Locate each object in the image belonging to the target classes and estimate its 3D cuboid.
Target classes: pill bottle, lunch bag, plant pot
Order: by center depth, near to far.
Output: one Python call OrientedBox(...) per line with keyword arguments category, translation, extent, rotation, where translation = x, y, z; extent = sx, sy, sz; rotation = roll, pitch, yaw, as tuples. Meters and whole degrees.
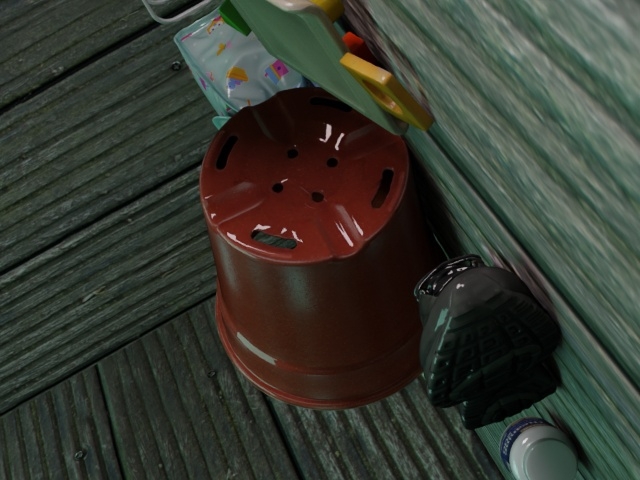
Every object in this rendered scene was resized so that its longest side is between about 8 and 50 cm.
OrientedBox(category="pill bottle", translation=(0.217, 0.214, 1.143), extent=(0.067, 0.067, 0.120), rotation=(60, 180, 2))
OrientedBox(category="plant pot", translation=(0.000, 0.000, 1.185), extent=(0.272, 0.272, 0.265), rotation=(60, 172, 29))
OrientedBox(category="lunch bag", translation=(-0.056, -0.174, 1.556), extent=(0.262, 0.160, 0.223), rotation=(55, 180, 36))

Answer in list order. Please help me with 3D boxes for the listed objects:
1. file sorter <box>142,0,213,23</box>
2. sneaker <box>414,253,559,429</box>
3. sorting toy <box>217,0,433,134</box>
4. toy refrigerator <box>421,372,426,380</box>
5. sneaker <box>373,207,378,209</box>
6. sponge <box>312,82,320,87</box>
OrientedBox(category="file sorter", translation=(-0.245, -0.490, 1.755), extent=(0.277, 0.173, 0.193), rotation=(60, 180, 41))
OrientedBox(category="sneaker", translation=(0.117, 0.066, 0.921), extent=(0.286, 0.109, 0.130), rotation=(66, -179, -69))
OrientedBox(category="sorting toy", translation=(-0.014, -0.181, 0.965), extent=(0.348, 0.047, 0.196), rotation=(38, 177, 38))
OrientedBox(category="toy refrigerator", translation=(0.156, 0.135, 1.726), extent=(0.102, 0.094, 0.269), rotation=(61, 179, -1))
OrientedBox(category="sneaker", translation=(0.061, -0.056, 1.772), extent=(0.106, 0.101, 0.267), rotation=(31, -156, -48))
OrientedBox(category="sponge", translation=(-0.018, -0.234, 1.323), extent=(0.117, 0.031, 0.210), rotation=(61, 180, 38))
